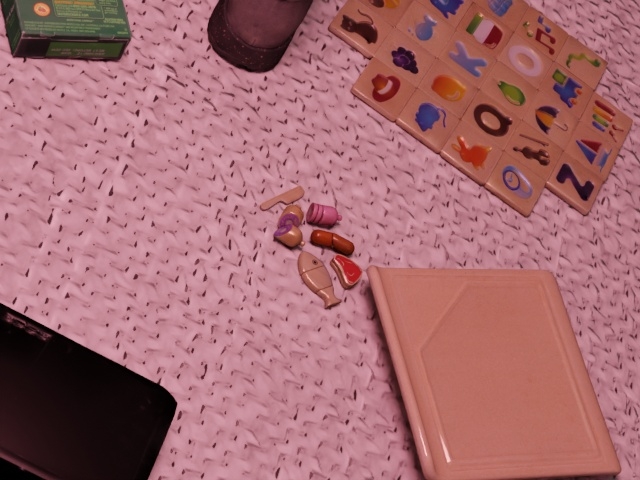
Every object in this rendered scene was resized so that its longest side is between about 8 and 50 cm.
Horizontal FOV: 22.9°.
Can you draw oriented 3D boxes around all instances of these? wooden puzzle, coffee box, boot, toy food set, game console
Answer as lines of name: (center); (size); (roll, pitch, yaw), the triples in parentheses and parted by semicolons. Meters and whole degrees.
wooden puzzle: (0.160, 0.127, 1.494); (0.239, 0.044, 0.221); (4, 57, -32)
coffee box: (-0.254, -0.259, 1.520); (0.113, 0.040, 0.184); (-2, 61, -29)
boot: (-0.005, -0.348, 1.599); (0.118, 0.223, 0.338); (19, 52, -16)
toy food set: (0.000, 0.000, 1.500); (0.078, 0.019, 0.122); (-27, 75, -39)
game console: (-0.257, 0.216, 1.195); (0.213, 0.044, 0.361); (28, 50, -10)

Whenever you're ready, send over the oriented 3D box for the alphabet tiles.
alphabet tiles: (0.181, -0.180, 1.731); (0.342, 0.011, 0.285); (36, 49, -4)
